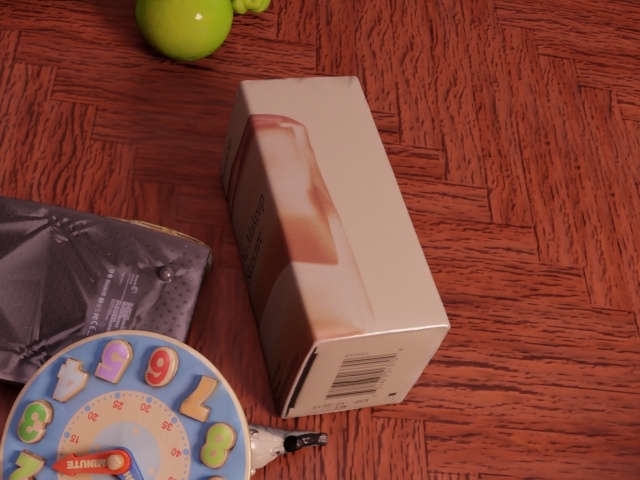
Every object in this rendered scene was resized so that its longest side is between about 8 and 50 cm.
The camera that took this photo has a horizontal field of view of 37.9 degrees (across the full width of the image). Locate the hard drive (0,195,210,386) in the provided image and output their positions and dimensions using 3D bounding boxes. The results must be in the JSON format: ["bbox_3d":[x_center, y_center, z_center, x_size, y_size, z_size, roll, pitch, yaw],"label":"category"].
[{"bbox_3d":[-0.240,0.054,0.835,0.255,0.054,0.172,12,60,-1],"label":"hard drive"}]

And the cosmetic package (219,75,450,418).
[{"bbox_3d":[0.000,0.000,0.891,0.129,0.153,0.296,-4,54,-18],"label":"cosmetic package"}]

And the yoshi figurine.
[{"bbox_3d":[-0.159,-0.343,1.126,0.203,0.204,0.362,47,28,-29],"label":"yoshi figurine"}]

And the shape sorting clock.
[{"bbox_3d":[-0.157,0.174,0.742,0.206,0.040,0.206,-1,84,7],"label":"shape sorting clock"}]

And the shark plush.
[{"bbox_3d":[-0.072,0.164,0.814,0.161,0.073,0.067,-6,25,-12],"label":"shark plush"}]

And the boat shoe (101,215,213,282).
[{"bbox_3d":[-0.170,0.006,0.913,0.135,0.050,0.045,21,28,1],"label":"boat shoe"}]
